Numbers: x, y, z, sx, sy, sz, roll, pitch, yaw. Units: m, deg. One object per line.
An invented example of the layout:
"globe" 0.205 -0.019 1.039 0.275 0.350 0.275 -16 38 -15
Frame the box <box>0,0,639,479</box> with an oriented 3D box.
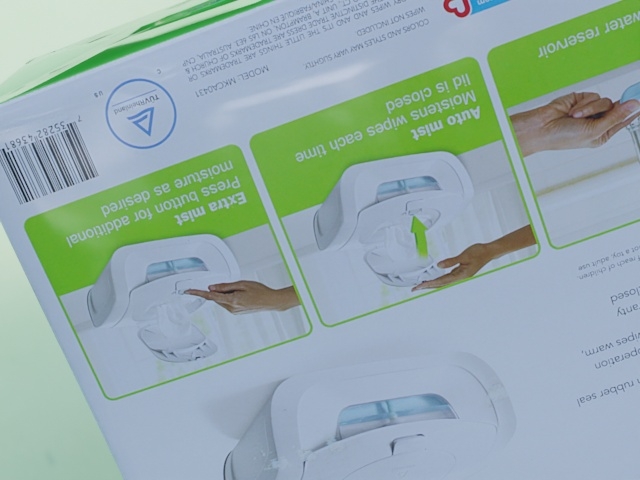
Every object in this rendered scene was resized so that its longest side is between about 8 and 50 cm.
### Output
"box" 0.040 0.002 0.472 0.262 0.231 0.127 -21 18 6
